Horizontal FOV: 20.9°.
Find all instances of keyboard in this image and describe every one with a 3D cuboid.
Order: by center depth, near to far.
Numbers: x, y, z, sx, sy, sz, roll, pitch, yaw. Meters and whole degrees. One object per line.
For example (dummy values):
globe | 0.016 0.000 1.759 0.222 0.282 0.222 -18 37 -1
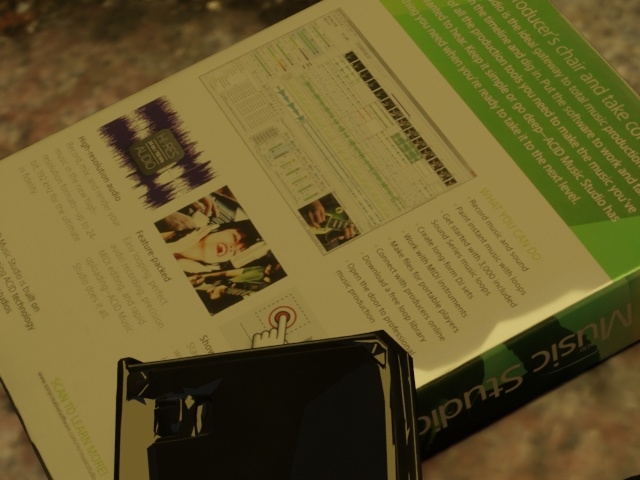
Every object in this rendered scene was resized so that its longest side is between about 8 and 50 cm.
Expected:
keyboard | -0.053 0.193 0.637 0.202 0.033 0.317 -8 65 14

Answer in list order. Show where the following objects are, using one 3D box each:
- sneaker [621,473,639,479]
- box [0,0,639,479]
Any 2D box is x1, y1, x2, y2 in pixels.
sneaker | 0.118 0.189 0.609 0.122 0.146 0.330 -1 24 43
box | 0.000 0.000 0.805 0.322 0.058 0.232 -28 53 -9
